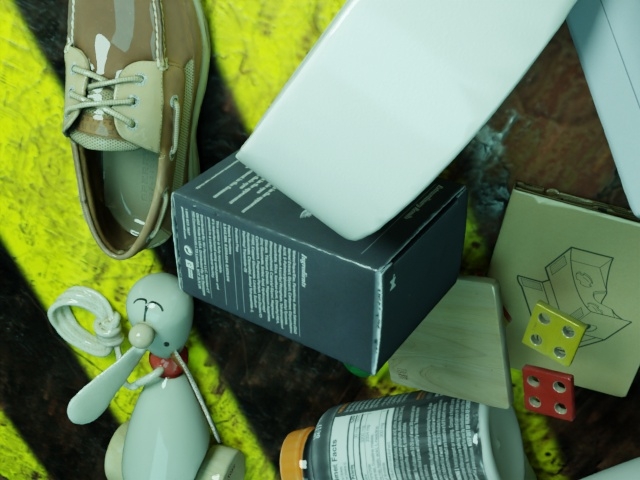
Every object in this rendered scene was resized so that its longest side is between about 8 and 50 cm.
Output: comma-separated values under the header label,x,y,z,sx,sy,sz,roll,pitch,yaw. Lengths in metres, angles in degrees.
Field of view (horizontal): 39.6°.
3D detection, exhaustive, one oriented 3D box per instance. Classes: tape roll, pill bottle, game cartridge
label,x,y,z,sx,sy,sz,roll,pitch,yaw
tape roll,0.063,-0.139,0.600,0.100,0.286,0.286,36,127,-9
pill bottle,0.080,0.229,0.941,0.245,0.130,0.130,-14,117,27
game cartridge,0.264,-0.060,0.578,0.060,0.196,0.294,-32,150,34

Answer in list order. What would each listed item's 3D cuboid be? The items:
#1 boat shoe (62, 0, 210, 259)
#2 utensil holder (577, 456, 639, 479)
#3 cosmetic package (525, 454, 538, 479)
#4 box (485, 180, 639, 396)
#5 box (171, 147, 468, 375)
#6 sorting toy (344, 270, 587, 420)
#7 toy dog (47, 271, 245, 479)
label,x,y,z,sx,sy,sz,roll,pitch,yaw
boat shoe,-0.169,-0.122,0.793,0.123,0.116,0.324,8,125,14
utensil holder,0.239,0.380,0.774,0.385,0.327,0.328,-17,121,-8
cosmetic package,0.114,0.411,1.075,0.377,0.097,0.284,-16,119,27
box,0.237,0.051,0.835,0.164,0.021,0.201,15,126,9
box,0.000,0.000,0.767,0.207,0.153,0.108,22,130,27
sorting toy,0.132,0.084,0.854,0.274,0.046,0.132,7,118,38
toy dog,-0.194,0.212,1.002,0.220,0.161,0.334,-9,120,24
